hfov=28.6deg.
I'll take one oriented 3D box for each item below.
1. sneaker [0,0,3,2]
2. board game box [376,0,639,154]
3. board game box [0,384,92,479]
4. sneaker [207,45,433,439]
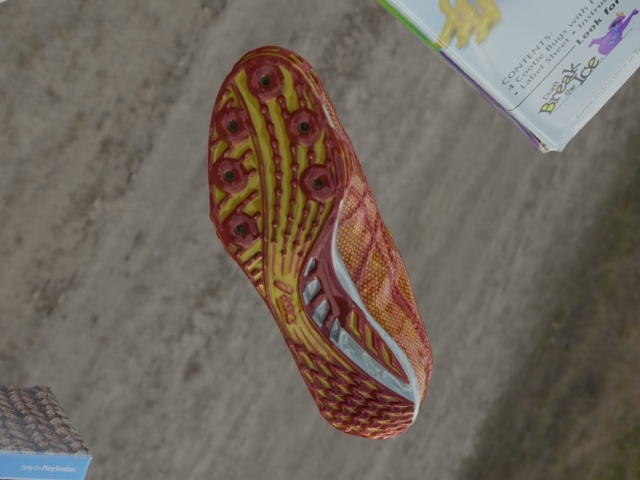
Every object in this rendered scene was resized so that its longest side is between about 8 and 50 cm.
[{"bbox_3d":[-0.084,-0.161,0.511,0.236,0.105,0.095,-42,118,-61],"label":"sneaker"},{"bbox_3d":[0.012,-0.159,0.321,0.144,0.142,0.275,-48,145,9],"label":"board game box"},{"bbox_3d":[-0.390,0.292,1.226,0.232,0.141,0.291,9,108,-34],"label":"board game box"},{"bbox_3d":[0.000,0.000,0.523,0.067,0.064,0.175,-66,142,-59],"label":"sneaker"}]
